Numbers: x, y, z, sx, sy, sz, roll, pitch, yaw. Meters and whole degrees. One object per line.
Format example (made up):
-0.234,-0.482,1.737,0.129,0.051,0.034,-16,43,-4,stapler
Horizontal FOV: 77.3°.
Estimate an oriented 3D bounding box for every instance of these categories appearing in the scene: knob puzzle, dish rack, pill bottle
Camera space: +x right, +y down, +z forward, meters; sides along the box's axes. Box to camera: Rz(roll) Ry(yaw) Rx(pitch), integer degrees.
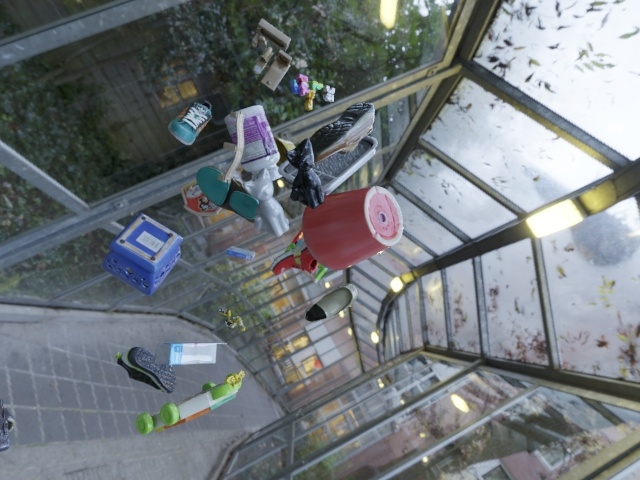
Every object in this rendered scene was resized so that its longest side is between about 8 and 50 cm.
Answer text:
-0.413,-0.169,1.448,0.213,0.213,0.030,59,-1,29,knob puzzle
0.033,-0.300,1.542,0.286,0.333,0.072,31,-24,41,dish rack
-0.268,-0.390,1.665,0.169,0.170,0.301,-144,-147,-71,pill bottle

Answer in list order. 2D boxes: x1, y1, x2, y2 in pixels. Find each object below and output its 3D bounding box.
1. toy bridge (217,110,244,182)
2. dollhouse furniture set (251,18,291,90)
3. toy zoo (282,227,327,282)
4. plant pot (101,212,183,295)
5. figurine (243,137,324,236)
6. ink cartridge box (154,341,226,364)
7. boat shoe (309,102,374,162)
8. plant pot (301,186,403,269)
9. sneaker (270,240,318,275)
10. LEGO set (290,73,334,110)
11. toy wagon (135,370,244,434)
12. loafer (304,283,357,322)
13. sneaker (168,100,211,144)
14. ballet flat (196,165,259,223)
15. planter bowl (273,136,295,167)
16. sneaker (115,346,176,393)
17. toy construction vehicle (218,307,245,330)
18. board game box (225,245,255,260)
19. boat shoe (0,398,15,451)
-0.226,-0.242,1.042,0.063,0.026,0.188,29,-70,41,toy bridge
-0.184,-0.642,1.398,0.144,0.123,0.151,32,-12,-10,dollhouse furniture set
0.000,0.000,1.617,0.192,0.293,0.030,36,-1,25,toy zoo
-0.716,0.044,1.638,0.236,0.235,0.212,33,-42,-8,plant pot
-0.093,-0.134,1.025,0.092,0.215,0.209,42,-19,27,figurine
-0.386,0.338,1.204,0.104,0.181,0.061,-12,-108,45,ink cartridge box
0.086,-0.364,1.421,0.123,0.324,0.119,30,-28,39,boat shoe
0.117,-0.050,1.320,0.243,0.275,0.274,-17,-79,45,plant pot
-0.072,0.078,1.496,0.118,0.279,0.107,61,29,4,sneaker
-0.041,-0.558,1.545,0.087,0.227,0.093,4,-83,36,LEGO set
-0.351,0.468,1.171,0.267,0.345,0.068,-6,70,-59,toy wagon
0.039,0.278,1.684,0.101,0.269,0.092,54,20,3,loafer
-0.494,-0.469,1.542,0.108,0.121,0.302,36,23,-24,sneaker
-0.270,-0.148,1.325,0.343,0.116,0.124,28,11,32,ballet flat
-0.178,-0.437,2.019,0.217,0.090,0.217,37,-34,31,planter bowl
-0.573,0.427,1.318,0.084,0.097,0.234,-88,154,-53,sneaker
-0.324,0.291,1.481,0.098,0.035,0.085,19,-47,18,toy construction vehicle
-0.279,0.045,1.409,0.090,0.090,0.019,-100,-154,-83,board game box
-1.044,0.601,1.292,0.285,0.093,0.102,12,-93,55,boat shoe
